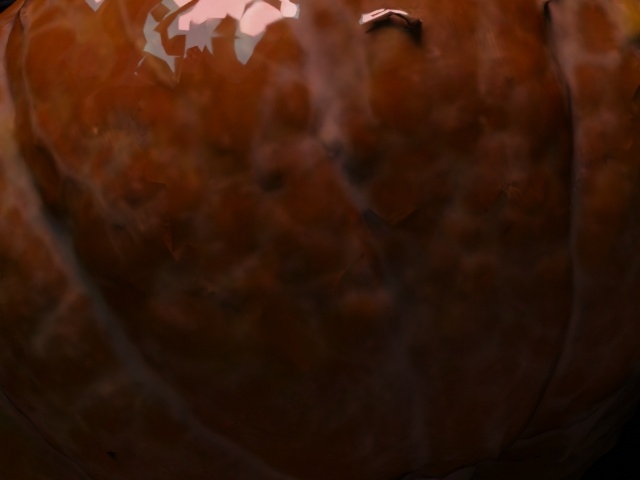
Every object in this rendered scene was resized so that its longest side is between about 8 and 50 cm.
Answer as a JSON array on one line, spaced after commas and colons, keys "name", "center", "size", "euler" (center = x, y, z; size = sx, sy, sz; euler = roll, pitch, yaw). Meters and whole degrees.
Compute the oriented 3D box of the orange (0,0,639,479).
[{"name": "orange", "center": [0.000, 0.000, 0.710], "size": [0.329, 0.249, 0.329], "euler": [-24, -23, -11]}]
